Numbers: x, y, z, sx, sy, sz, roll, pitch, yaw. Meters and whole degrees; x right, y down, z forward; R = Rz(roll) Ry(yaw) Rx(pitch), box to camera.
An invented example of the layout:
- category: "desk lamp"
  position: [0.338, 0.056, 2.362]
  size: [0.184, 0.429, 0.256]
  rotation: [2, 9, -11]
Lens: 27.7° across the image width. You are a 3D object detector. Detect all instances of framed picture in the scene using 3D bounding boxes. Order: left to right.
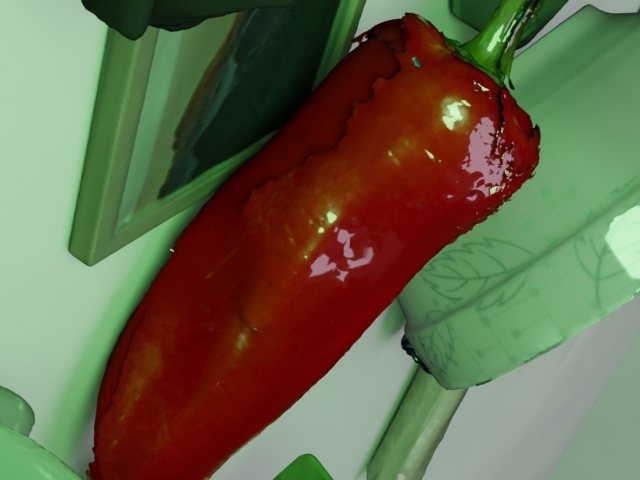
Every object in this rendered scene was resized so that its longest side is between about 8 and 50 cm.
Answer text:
- category: "framed picture"
  position: [-0.021, -0.127, 0.559]
  size: [0.192, 0.018, 0.265]
  rotation: [-37, 153, -46]

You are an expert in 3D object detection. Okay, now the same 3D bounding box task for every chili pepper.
- category: "chili pepper"
  position: [0.000, 0.000, 0.634]
  size: [0.387, 0.110, 0.110]
  rotation: [-48, 163, 12]

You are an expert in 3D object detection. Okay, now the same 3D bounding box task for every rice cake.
- category: "rice cake"
  position: [0.114, 0.153, 1.280]
  size: [0.057, 0.052, 0.256]
  rotation: [5, 123, -30]

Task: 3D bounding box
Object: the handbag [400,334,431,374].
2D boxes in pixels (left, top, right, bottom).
- category: "handbag"
  position: [0.169, 0.006, 1.091]
  size: [0.260, 0.113, 0.162]
  rotation: [-39, 149, -23]

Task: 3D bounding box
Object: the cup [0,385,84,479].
- category: "cup"
  position: [-0.176, 0.174, 0.486]
  size: [0.234, 0.186, 0.258]
  rotation: [-59, -170, 34]

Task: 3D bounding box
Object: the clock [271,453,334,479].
- category: "clock"
  position: [-0.102, 0.237, 0.763]
  size: [0.220, 0.106, 0.255]
  rotation: [-43, 159, 14]

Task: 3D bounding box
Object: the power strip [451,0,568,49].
- category: "power strip"
  position: [0.143, -0.236, 0.705]
  size: [0.193, 0.059, 0.265]
  rotation: [-47, 160, -12]

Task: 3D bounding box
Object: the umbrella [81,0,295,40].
- category: "umbrella"
  position: [-0.037, -0.197, 0.300]
  size: [0.118, 0.118, 0.340]
  rotation: [-43, 151, -33]

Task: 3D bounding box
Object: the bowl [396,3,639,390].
- category: "bowl"
  position: [0.148, -0.045, 0.822]
  size: [0.287, 0.144, 0.287]
  rotation: [-37, 180, 0]
